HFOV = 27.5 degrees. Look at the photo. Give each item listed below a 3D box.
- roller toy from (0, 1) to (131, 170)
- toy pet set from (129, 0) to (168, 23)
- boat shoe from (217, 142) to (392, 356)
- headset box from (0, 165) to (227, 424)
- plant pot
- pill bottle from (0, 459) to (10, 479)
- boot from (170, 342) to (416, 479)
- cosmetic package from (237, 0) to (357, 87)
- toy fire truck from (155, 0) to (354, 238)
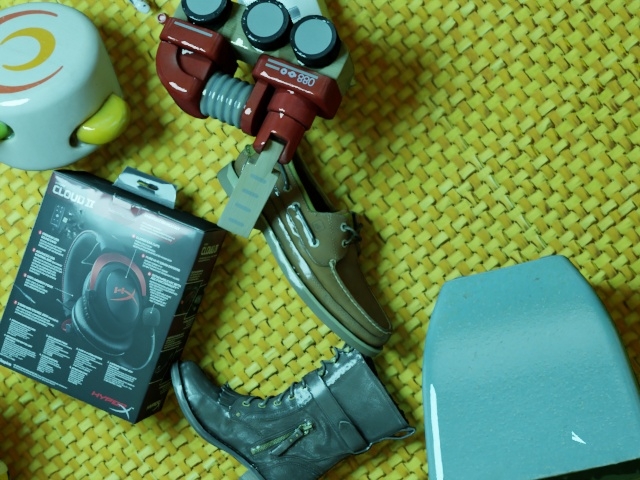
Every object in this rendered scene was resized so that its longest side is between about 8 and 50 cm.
[{"bbox_3d":[-0.348,-0.189,1.639,0.209,0.146,0.191,-13,52,1],"label":"roller toy"},{"bbox_3d":[-0.221,-0.357,1.670,0.114,0.065,0.122,34,99,9],"label":"toy pet set"},{"bbox_3d":[0.000,0.000,1.615,0.104,0.111,0.307,-40,84,12],"label":"boat shoe"},{"bbox_3d":[-0.266,0.054,1.676,0.218,0.110,0.293,21,97,10],"label":"headset box"},{"bbox_3d":[0.244,0.161,1.511,0.247,0.248,0.252,-15,72,13],"label":"plant pot"},{"bbox_3d":[-0.462,0.358,1.730,0.119,0.119,0.208,-12,91,13],"label":"pill bottle"},{"bbox_3d":[-0.035,0.198,1.655,0.229,0.091,0.263,-40,88,6],"label":"boot"},{"bbox_3d":[-0.045,-0.289,1.637,0.099,0.060,0.239,-22,88,12],"label":"cosmetic package"},{"bbox_3d":[-0.098,-0.150,1.548,0.217,0.158,0.246,22,79,13],"label":"toy fire truck"}]
